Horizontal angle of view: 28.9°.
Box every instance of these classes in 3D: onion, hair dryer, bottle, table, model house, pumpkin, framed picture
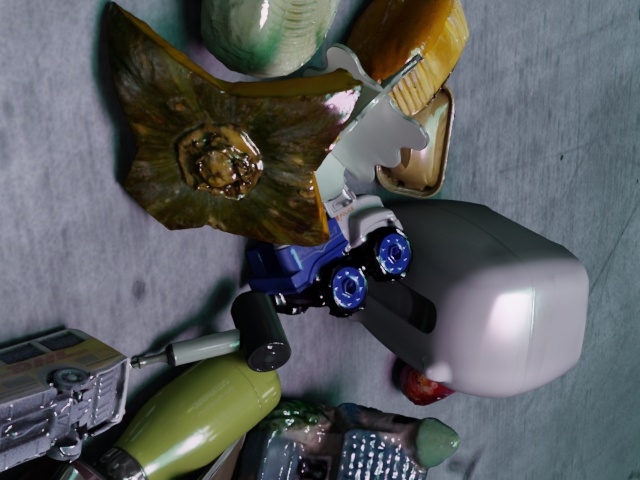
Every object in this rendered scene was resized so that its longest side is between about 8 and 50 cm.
[{"bbox_3d":[0.181,0.183,1.995,0.150,0.150,0.140,-28,88,-41],"label":"onion"},{"bbox_3d":[-0.143,0.127,1.556,0.197,0.100,0.057,-12,137,-15],"label":"hair dryer"},{"bbox_3d":[-0.170,0.232,1.559,0.260,0.112,0.112,-36,132,-36],"label":"bottle"},{"bbox_3d":[0.039,-0.151,1.529,0.166,0.198,0.167,6,75,-22],"label":"table"},{"bbox_3d":[0.058,0.379,1.733,0.243,0.284,0.298,24,72,-54],"label":"model house"},{"bbox_3d":[-0.110,-0.112,1.397,0.095,0.290,0.258,-79,-178,-50],"label":"pumpkin"},{"bbox_3d":[-0.151,0.370,1.626,0.273,0.016,0.216,-40,145,-78],"label":"framed picture"}]

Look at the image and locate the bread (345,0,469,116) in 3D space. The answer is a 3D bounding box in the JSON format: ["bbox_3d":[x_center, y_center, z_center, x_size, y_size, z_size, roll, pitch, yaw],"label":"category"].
[{"bbox_3d":[0.113,-0.266,1.656,0.190,0.132,0.114,-58,143,-21],"label":"bread"}]

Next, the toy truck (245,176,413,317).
[{"bbox_3d":[0.000,0.000,1.653,0.213,0.161,0.177,-35,108,-36],"label":"toy truck"}]

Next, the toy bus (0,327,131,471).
[{"bbox_3d":[-0.349,0.179,1.284,0.342,0.138,0.097,-15,124,-49],"label":"toy bus"}]

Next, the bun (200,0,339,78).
[{"bbox_3d":[-0.062,-0.286,1.435,0.195,0.118,0.195,-42,146,-37],"label":"bun"}]

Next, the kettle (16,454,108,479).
[{"bbox_3d":[-0.324,0.362,1.414,0.232,0.144,0.202,-51,160,-26],"label":"kettle"}]

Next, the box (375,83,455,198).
[{"bbox_3d":[0.139,-0.151,1.772,0.111,0.111,0.177,-18,120,-46],"label":"box"}]

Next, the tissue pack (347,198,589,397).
[{"bbox_3d":[0.194,0.076,1.763,0.236,0.333,0.229,-7,113,-29],"label":"tissue pack"}]
